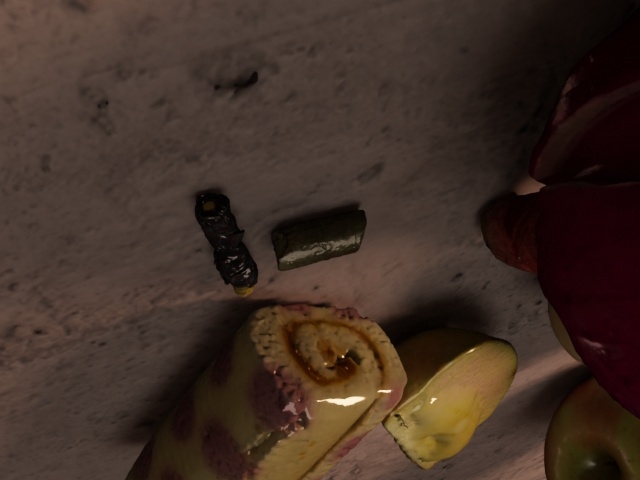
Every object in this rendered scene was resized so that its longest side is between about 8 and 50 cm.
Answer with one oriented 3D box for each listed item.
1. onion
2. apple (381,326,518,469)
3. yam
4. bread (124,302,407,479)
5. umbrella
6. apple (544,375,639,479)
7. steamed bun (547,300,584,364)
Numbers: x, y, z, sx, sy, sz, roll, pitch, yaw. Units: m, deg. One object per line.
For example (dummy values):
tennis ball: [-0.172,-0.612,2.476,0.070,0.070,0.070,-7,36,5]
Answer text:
onion: [0.316,-0.006,0.692,0.398,0.398,0.420,1,164,-29]
apple: [0.157,0.181,1.015,0.193,0.120,0.265,-36,146,-1]
yam: [0.000,0.000,0.754,0.094,0.043,0.043,-12,144,-12]
bread: [-0.076,0.217,0.901,0.187,0.155,0.338,2,136,-43]
umbrella: [-0.083,0.009,0.725,0.037,0.040,0.144,-27,147,-9]
apple: [0.536,0.349,1.276,0.277,0.319,0.319,0,139,-37]
steamed bun: [0.347,0.064,0.897,0.130,0.228,0.177,28,83,-16]
